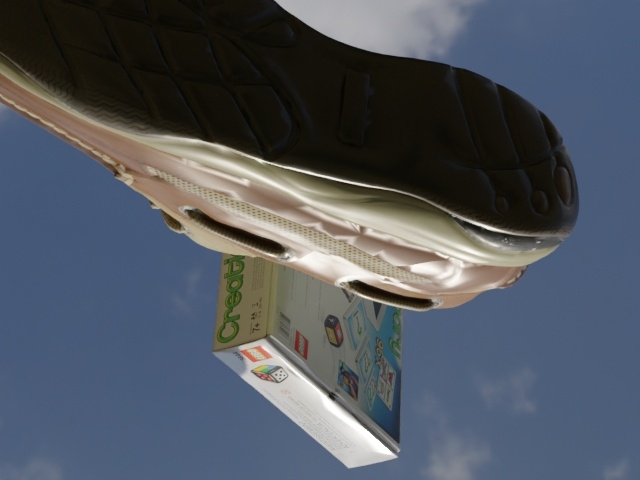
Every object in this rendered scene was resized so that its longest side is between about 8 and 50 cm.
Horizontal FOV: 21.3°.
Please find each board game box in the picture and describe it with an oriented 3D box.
[{"bbox_3d":[0.000,0.000,1.337,0.053,0.193,0.305,-17,-131,26],"label":"board game box"}]

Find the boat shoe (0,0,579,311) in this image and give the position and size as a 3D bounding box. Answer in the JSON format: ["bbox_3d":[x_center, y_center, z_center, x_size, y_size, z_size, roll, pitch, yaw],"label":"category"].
[{"bbox_3d":[-0.039,-0.044,0.818,0.324,0.120,0.123,23,-132,-10],"label":"boat shoe"}]
